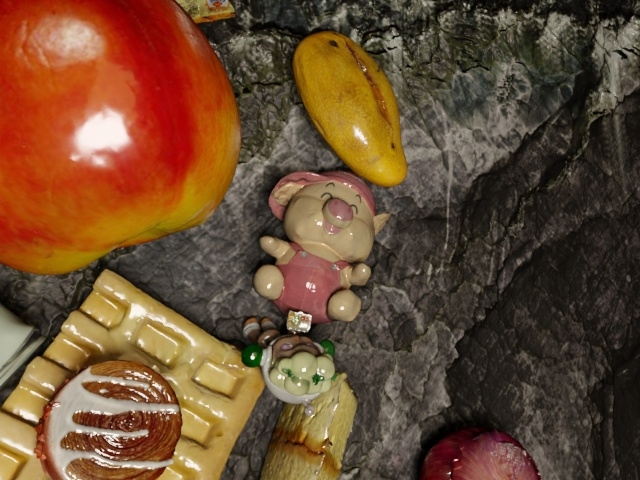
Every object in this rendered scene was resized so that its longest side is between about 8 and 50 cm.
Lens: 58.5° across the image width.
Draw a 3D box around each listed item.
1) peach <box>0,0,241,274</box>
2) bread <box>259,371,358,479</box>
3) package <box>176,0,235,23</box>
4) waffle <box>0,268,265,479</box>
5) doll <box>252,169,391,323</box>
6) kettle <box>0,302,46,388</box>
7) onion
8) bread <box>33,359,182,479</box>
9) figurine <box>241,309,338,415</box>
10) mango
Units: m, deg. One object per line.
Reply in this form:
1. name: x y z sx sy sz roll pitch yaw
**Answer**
1. peach: -0.291 -0.157 0.679 0.388 0.388 0.389 5 77 -25
2. bread: 0.011 0.320 0.823 0.135 0.178 0.240 26 68 -18
3. package: -0.210 -0.418 0.949 0.108 0.031 0.121 -25 92 -28
4. waffle: -0.247 0.241 0.742 0.304 0.077 0.348 35 55 -13
5. doll: 0.002 0.000 0.901 0.196 0.152 0.256 34 62 -30
6. kettle: -0.509 0.101 0.606 0.318 0.205 0.265 44 62 -14
7. onion: 0.262 0.423 0.935 0.248 0.161 0.248 8 77 -35
8. bread: -0.243 0.219 0.661 0.160 0.073 0.161 12 64 -27
9. figurine: -0.048 0.157 0.808 0.147 0.197 0.094 2 117 -32
10. mango: 0.056 -0.227 0.952 0.177 0.120 0.295 -9 62 -49
